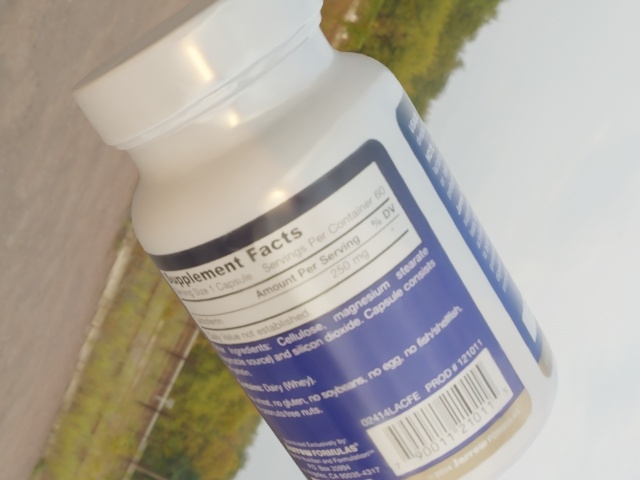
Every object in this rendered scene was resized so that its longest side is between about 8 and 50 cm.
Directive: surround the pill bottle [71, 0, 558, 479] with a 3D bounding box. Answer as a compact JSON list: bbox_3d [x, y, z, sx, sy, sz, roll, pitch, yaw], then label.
[{"bbox_3d":[0.000,0.000,0.490,0.153,0.265,0.153,-29,-162,10],"label":"pill bottle"}]
